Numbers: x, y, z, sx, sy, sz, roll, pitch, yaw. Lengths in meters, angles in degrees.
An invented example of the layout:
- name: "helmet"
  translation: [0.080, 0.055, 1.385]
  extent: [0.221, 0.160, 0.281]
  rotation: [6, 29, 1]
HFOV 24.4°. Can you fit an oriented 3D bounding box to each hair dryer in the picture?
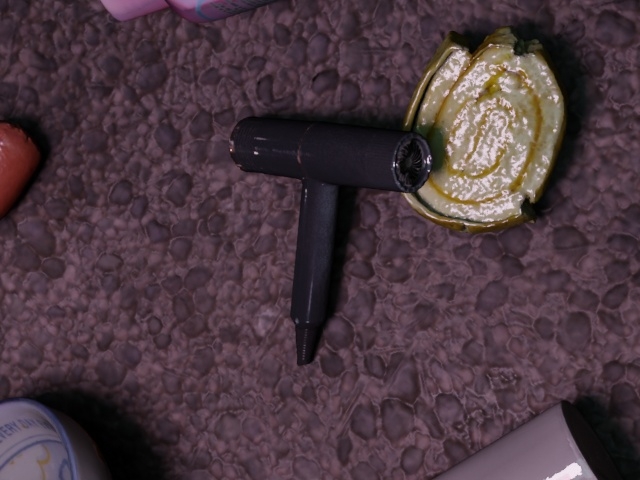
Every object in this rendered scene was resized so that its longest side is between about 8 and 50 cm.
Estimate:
- name: "hair dryer"
  translation: [0.010, 0.007, 1.114]
  extent: [0.173, 0.050, 0.194]
  rotation: [9, 108, 46]

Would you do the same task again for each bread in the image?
- name: "bread"
  translation: [0.121, -0.081, 1.091]
  extent: [0.117, 0.064, 0.156]
  rotation: [22, 99, 12]

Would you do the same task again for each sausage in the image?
- name: "sausage"
  translation: [-0.271, -0.056, 1.211]
  extent: [0.094, 0.054, 0.059]
  rotation: [-53, 38, 9]

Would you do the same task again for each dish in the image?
- name: "dish"
  translation: [-0.221, 0.273, 1.167]
  extent: [0.273, 0.134, 0.273]
  rotation: [-28, 49, 39]

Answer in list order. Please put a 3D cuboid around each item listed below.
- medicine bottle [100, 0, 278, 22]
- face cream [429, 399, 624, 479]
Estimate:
- name: "medicine bottle"
  translation: [-0.080, -0.233, 1.132]
  extent: [0.188, 0.094, 0.119]
  rotation: [-15, 88, 16]
- name: "face cream"
  translation: [0.113, 0.211, 1.085]
  extent: [0.214, 0.096, 0.096]
  rotation: [-34, 82, 15]
